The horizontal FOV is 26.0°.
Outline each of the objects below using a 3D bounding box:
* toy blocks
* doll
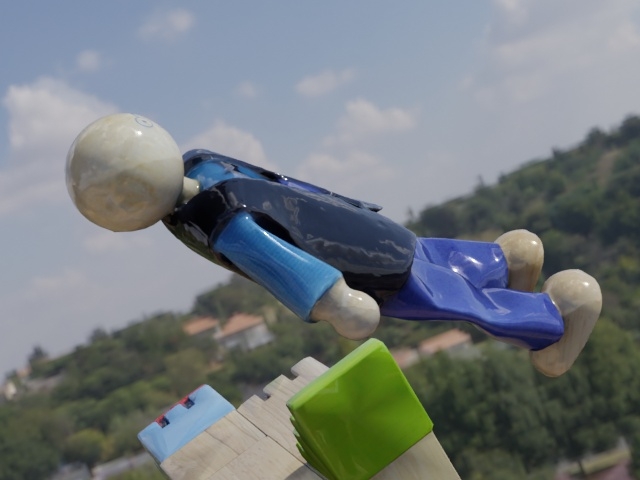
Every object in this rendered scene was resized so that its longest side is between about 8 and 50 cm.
[{"bbox_3d":[0.029,0.202,0.745,0.191,0.381,0.261,-36,21,-14],"label":"toy blocks"},{"bbox_3d":[0.000,0.000,0.472,0.189,0.046,0.129,16,15,-30],"label":"doll"}]
